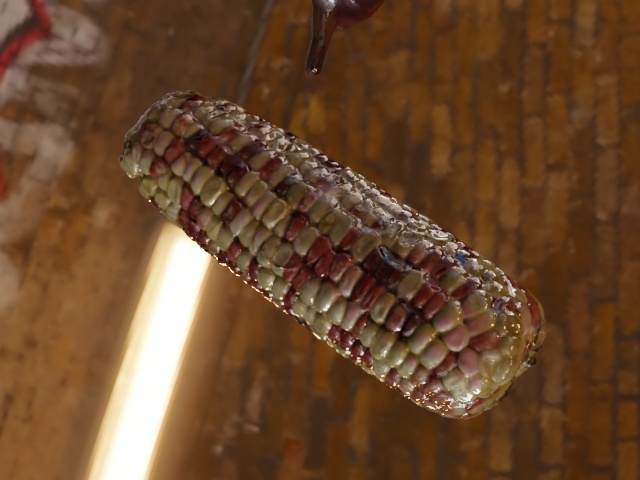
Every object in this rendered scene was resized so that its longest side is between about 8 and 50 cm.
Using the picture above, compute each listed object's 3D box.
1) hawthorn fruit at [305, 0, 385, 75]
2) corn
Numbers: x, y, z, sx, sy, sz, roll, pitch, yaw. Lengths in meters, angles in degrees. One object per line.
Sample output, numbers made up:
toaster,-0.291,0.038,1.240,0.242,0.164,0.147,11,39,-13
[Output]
hawthorn fruit,-0.030,-0.324,1.088,0.308,0.325,0.308,-44,178,-2
corn,0.000,0.000,0.801,0.086,0.253,0.086,-50,165,-19
